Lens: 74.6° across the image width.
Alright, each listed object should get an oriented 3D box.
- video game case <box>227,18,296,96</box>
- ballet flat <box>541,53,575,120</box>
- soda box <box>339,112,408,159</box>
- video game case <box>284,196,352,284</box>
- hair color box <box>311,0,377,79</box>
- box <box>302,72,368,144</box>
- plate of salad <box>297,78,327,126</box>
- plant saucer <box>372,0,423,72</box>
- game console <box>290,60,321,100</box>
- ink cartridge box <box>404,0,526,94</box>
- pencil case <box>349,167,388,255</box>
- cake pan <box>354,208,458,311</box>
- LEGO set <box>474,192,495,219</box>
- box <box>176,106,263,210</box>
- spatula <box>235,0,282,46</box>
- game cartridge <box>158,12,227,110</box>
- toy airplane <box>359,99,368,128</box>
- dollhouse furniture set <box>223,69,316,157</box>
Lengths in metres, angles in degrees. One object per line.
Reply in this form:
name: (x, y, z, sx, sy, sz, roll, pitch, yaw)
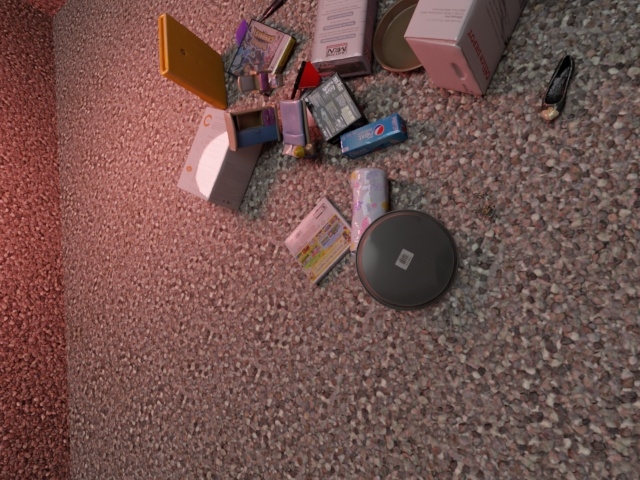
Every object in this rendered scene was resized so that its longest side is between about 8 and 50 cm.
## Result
video game case: (-0.251, -0.760, 1.741, 0.274, 0.035, 0.248, 38, 107, 31)
ballet flat: (0.618, -0.400, 1.102, 0.057, 0.049, 0.173, 16, 89, 35)
soda box: (0.172, -0.335, 1.368, 0.209, 0.071, 0.067, -14, 75, 30)
video game case: (0.000, 0.000, 1.440, 0.227, 0.026, 0.206, -47, 59, 15)
hair color box: (0.090, -0.766, 1.464, 0.185, 0.113, 0.375, 2, 78, 23)
box: (0.050, -0.441, 1.422, 0.147, 0.077, 0.180, -32, 80, 21)
plate of salad: (0.000, -0.504, 1.530, 0.199, 0.048, 0.200, -8, 74, 31)
plant saucer: (0.302, -0.675, 1.374, 0.277, 0.041, 0.278, -8, 75, 32)
game console: (-0.048, -0.590, 1.559, 0.124, 0.085, 0.144, 121, 165, -61)
ink cartridge box: (0.420, -0.649, 1.142, 0.166, 0.285, 0.395, 26, 94, 36)
pencil case: (0.149, -0.088, 1.305, 0.123, 0.113, 0.274, -3, 79, 19)
cake pan: (0.241, 0.054, 1.183, 0.292, 0.054, 0.294, -1, 86, 9)
LEGO set: (0.457, -0.091, 1.164, 0.054, 0.023, 0.083, 1, 68, 31)
box: (-0.392, -0.325, 1.678, 0.214, 0.168, 0.346, 24, 94, 35)
spatula: (-0.266, -0.956, 1.809, 0.296, 0.030, 0.084, -27, 72, 26)
game cartridge: (-0.528, -0.735, 1.759, 0.052, 0.323, 0.286, -17, 70, 26)
toy airplane: (0.100, -0.433, 1.462, 0.151, 0.028, 0.151, -7, 78, 31)
dollhouse furniture set: (-0.175, -0.426, 1.445, 0.303, 0.198, 0.287, 26, 130, 47)
